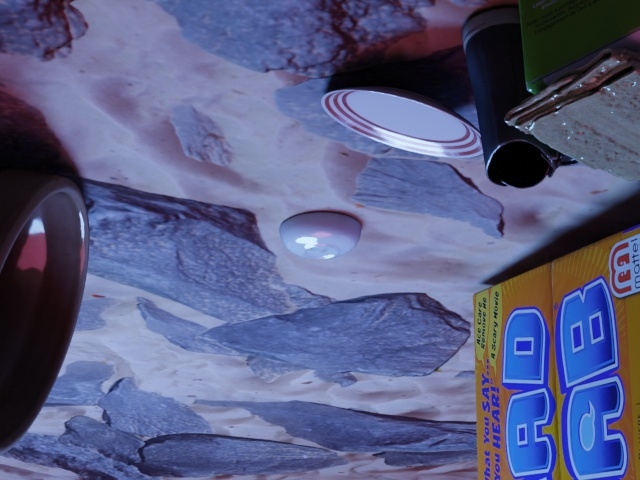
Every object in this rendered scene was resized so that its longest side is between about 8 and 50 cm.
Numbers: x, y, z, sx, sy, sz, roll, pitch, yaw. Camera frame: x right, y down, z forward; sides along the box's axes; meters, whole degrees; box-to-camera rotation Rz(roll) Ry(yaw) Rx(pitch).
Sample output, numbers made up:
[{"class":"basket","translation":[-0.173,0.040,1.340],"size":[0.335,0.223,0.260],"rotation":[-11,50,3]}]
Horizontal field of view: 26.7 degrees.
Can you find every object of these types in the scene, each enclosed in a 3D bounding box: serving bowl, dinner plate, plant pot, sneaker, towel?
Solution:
[{"class":"serving bowl","translation":[0.000,0.000,1.364],"size":[0.083,0.027,0.083],"rotation":[0,157,0]},{"class":"dinner plate","translation":[0.070,-0.100,1.104],"size":[0.141,0.017,0.141],"rotation":[16,168,4]},{"class":"plant pot","translation":[-0.360,0.041,1.216],"size":[0.229,0.263,0.263],"rotation":[15,159,9]},{"class":"sneaker","translation":[0.165,-0.079,1.068],"size":[0.083,0.118,0.222],"rotation":[-12,155,23]},{"class":"towel","translation":[0.211,-0.085,0.926],"size":[0.148,0.027,0.110],"rotation":[19,149,-37]}]

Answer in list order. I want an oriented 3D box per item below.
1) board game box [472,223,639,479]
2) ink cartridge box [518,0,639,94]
[{"class":"board game box","translation":[0.397,0.206,1.389],"size":[0.356,0.357,0.356],"rotation":[6,164,-20]},{"class":"ink cartridge box","translation":[0.290,-0.161,0.911],"size":[0.188,0.097,0.255],"rotation":[18,149,-37]}]
